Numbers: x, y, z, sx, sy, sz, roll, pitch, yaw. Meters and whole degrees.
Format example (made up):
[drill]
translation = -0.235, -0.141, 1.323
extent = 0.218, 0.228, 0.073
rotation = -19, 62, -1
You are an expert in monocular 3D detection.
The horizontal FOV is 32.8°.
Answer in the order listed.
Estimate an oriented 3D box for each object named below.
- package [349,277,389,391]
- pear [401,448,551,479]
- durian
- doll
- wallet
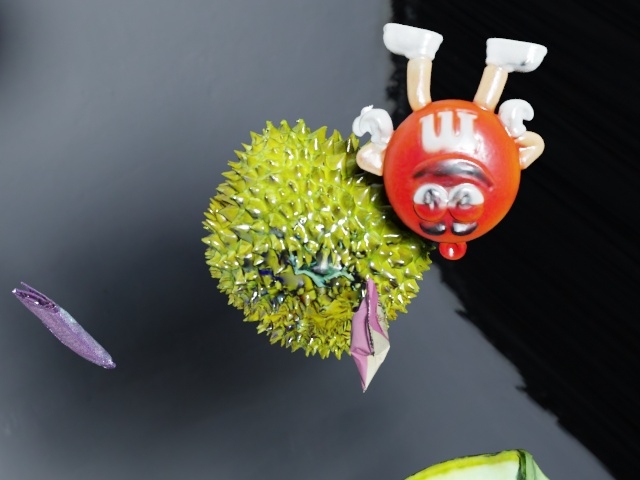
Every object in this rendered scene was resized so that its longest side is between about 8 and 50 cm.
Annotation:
[package]
translation = 0.035, 0.071, 0.803
extent = 0.029, 0.059, 0.083
rotation = 0, 152, -4
[pear]
translation = 0.127, 0.365, 0.793
extent = 0.238, 0.343, 0.318
rotation = -18, 145, 17
[durian]
translation = 0.001, 0.000, 1.227
extent = 0.291, 0.225, 0.291
rotation = 0, 108, -1
[doll]
translation = 0.119, -0.090, 1.041
extent = 0.085, 0.183, 0.217
rotation = -26, 125, -76
[wallet]
translation = -0.389, 0.134, 1.656
extent = 0.030, 0.111, 0.166
rotation = -50, 134, -17
